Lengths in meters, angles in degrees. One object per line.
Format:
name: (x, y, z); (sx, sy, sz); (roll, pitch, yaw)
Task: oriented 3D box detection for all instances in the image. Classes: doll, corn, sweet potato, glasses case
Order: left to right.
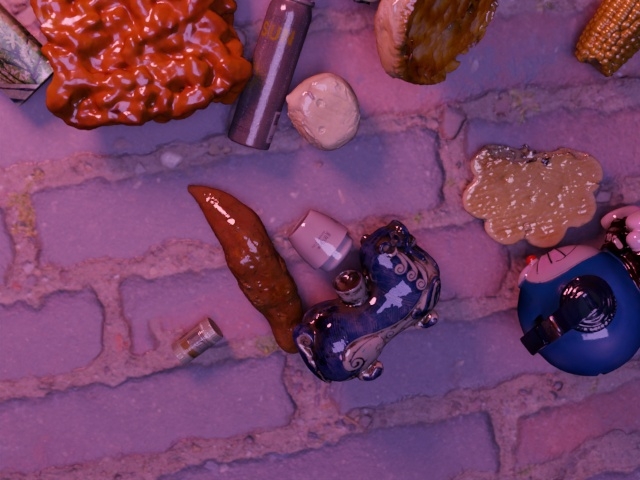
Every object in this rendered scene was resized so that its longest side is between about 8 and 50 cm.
glasses case: (-0.535, -0.338, 1.405); (0.095, 0.062, 0.272); (-43, 107, 6)
sweet potato: (-0.106, 0.047, 1.555); (0.095, 0.106, 0.354); (-43, 110, -38)
doll: (0.478, 0.093, 1.564); (0.310, 0.284, 0.240); (-33, 77, 2)
corn: (0.541, -0.418, 1.502); (0.115, 0.115, 0.317); (33, 99, -15)

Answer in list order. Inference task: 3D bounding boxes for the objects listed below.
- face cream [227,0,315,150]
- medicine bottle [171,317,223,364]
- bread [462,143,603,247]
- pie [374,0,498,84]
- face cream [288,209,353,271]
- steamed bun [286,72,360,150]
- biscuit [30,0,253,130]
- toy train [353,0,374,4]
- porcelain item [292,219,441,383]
face cream: (-0.076, -0.287, 1.474); (0.073, 0.073, 0.283); (17, 103, -12)
medicine bottle: (-0.218, 0.178, 1.607); (0.083, 0.047, 0.047); (-37, 107, 4)
bread: (0.372, -0.077, 1.613); (0.251, 0.039, 0.181); (3, 108, -10)
pie: (0.188, -0.378, 1.382); (0.092, 0.315, 0.315); (34, 102, 23)
face cream: (0.000, 0.000, 1.561); (0.095, 0.091, 0.091); (39, 98, -9)
steamed bun: (0.006, -0.216, 1.496); (0.112, 0.091, 0.130); (-40, 121, -4)
biscuit: (-0.275, -0.335, 1.403); (0.318, 0.110, 0.312); (-8, 98, -6)
toy train: (0.026, -0.487, 1.387); (0.308, 0.126, 0.189); (15, 80, -12)
porcelain item: (0.078, 0.109, 1.550); (0.288, 0.138, 0.186); (-38, 123, -8)
